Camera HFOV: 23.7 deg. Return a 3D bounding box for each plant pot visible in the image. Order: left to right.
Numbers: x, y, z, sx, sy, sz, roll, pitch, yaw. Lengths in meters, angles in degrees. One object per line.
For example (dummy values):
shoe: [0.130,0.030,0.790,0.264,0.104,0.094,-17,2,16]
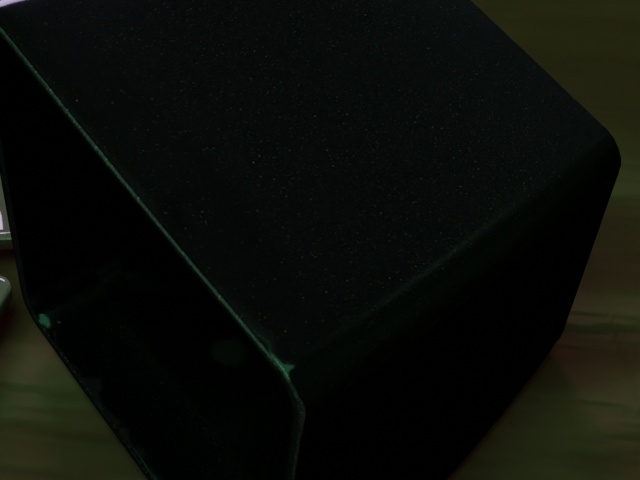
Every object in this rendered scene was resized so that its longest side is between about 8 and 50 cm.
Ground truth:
plant pot: [0.000,0.000,0.564,0.167,0.187,0.188,-29,60,-22]

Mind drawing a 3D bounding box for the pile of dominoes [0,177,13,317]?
pile of dominoes: [-0.250,0.007,0.670,0.251,0.040,0.196,18,53,11]
